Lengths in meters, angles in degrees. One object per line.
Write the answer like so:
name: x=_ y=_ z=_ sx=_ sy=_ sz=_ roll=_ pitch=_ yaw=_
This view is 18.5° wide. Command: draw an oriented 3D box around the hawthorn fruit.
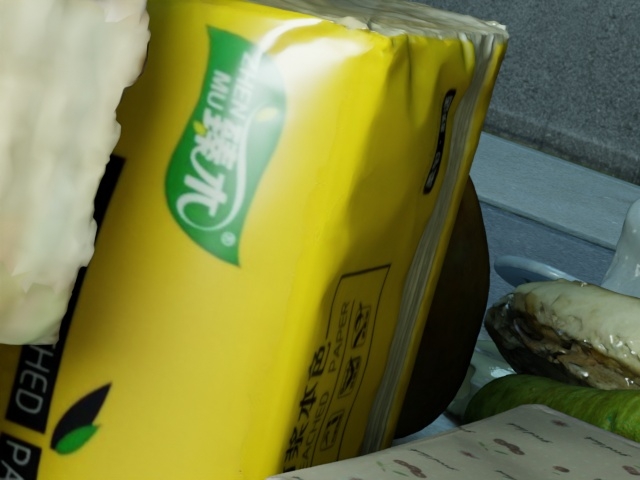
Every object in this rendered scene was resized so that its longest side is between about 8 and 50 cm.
hawthorn fruit: x=0.000 y=0.000 z=1.493 sx=0.268 sy=0.300 sz=0.267 roll=-1 pitch=31 yaw=1

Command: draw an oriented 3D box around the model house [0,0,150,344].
model house: x=-0.361 y=-0.027 z=0.807 sx=0.400 sy=0.445 sz=0.395 roll=2 pitch=19 yaw=-46

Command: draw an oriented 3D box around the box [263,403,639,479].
box: x=0.109 y=0.211 z=0.935 sx=0.225 sy=0.190 sz=0.297 roll=21 pitch=12 yaw=27

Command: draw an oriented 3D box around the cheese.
cheese: x=0.214 y=0.139 z=1.706 sx=0.227 sy=0.064 sz=0.137 roll=12 pitch=14 yaw=-22

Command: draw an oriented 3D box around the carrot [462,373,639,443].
carrot: x=0.173 y=0.121 z=1.207 sx=0.074 sy=0.074 sz=0.358 roll=12 pitch=-6 yaw=-15

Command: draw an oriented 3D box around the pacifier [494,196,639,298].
pacifier: x=0.321 y=0.041 z=1.961 sx=0.279 sy=0.207 sz=0.227 roll=22 pitch=-4 yaw=26

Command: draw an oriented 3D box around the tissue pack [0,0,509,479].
tissue pack: x=-0.102 y=0.035 z=1.012 sx=0.293 sy=0.382 sz=0.228 roll=20 pitch=11 yaw=23

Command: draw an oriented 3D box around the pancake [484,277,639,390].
pancake: x=0.271 y=0.144 z=1.392 sx=0.382 sy=0.071 sz=0.382 roll=36 pitch=-9 yaw=7
